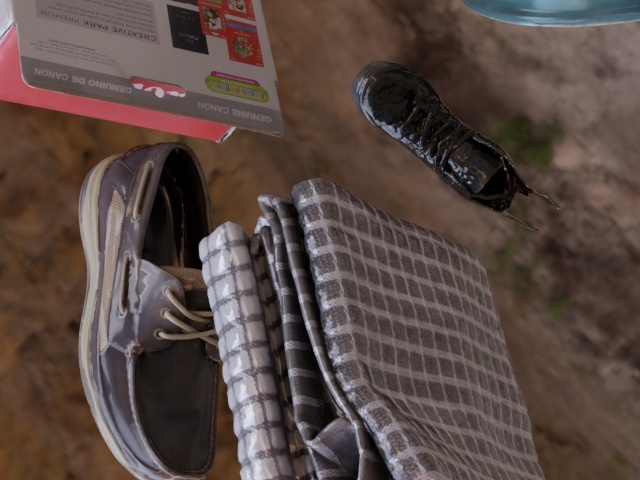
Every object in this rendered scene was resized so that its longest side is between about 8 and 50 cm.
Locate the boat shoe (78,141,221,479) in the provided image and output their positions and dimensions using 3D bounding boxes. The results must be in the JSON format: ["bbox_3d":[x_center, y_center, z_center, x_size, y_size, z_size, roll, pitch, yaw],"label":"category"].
[{"bbox_3d":[-0.156,0.064,1.457,0.132,0.130,0.355,4,-113,-41],"label":"boat shoe"}]

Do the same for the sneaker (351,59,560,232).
[{"bbox_3d":[0.099,-0.067,1.088,0.170,0.051,0.089,37,-178,-43],"label":"sneaker"}]

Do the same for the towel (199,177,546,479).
[{"bbox_3d":[0.052,0.101,0.998,0.284,0.121,0.235,28,-136,-56],"label":"towel"}]

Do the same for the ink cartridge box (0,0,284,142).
[{"bbox_3d":[-0.213,-0.212,1.553,0.309,0.130,0.272,9,-125,-34],"label":"ink cartridge box"}]

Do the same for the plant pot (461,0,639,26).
[{"bbox_3d":[0.294,-0.442,1.580,0.341,0.341,0.334,37,145,55],"label":"plant pot"}]
